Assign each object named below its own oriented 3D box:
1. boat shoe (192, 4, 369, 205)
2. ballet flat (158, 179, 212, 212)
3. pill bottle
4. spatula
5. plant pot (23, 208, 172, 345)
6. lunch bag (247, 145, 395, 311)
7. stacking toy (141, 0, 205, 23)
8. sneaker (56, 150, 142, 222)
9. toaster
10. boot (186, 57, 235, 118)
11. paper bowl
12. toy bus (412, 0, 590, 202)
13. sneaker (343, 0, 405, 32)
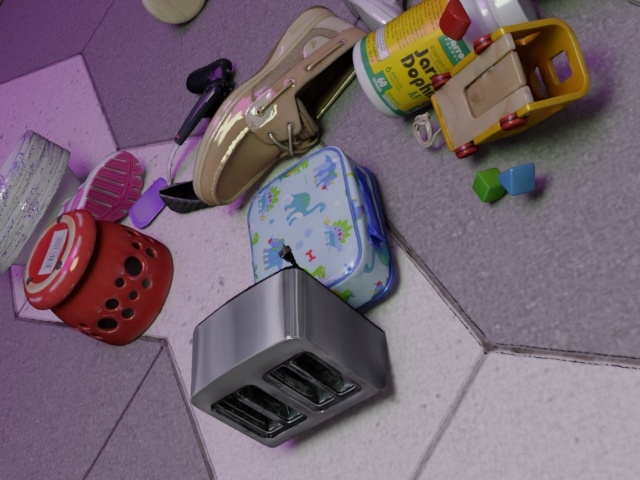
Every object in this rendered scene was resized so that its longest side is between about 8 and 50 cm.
[{"bbox_3d":[-0.057,-0.182,1.041,0.110,0.122,0.341,36,93,27],"label":"boat shoe"},{"bbox_3d":[-0.196,-0.083,1.165,0.173,0.049,0.057,-18,55,35],"label":"ballet flat"},{"bbox_3d":[0.154,-0.243,0.881,0.208,0.117,0.117,-24,51,31],"label":"pill bottle"},{"bbox_3d":[-0.254,-0.149,1.258,0.296,0.030,0.084,-58,40,17],"label":"spatula"},{"bbox_3d":[-0.364,0.054,1.150,0.191,0.174,0.191,-26,49,33],"label":"plant pot"},{"bbox_3d":[0.000,0.000,0.896,0.176,0.090,0.219,-33,46,26],"label":"lunch bag"},{"bbox_3d":[-0.363,-0.583,1.584,0.141,0.141,0.330,-51,38,7],"label":"stacking toy"},{"bbox_3d":[-0.430,-0.061,1.335,0.111,0.103,0.252,28,85,47],"label":"sneaker"},{"bbox_3d":[-0.039,0.126,0.783,0.168,0.186,0.110,-34,36,23],"label":"toaster"},{"bbox_3d":[-0.203,-0.266,1.295,0.121,0.045,0.099,-19,59,37],"label":"boot"},{"bbox_3d":[-0.586,-0.064,1.427,0.284,0.148,0.284,-39,35,33],"label":"paper bowl"},{"bbox_3d":[0.202,-0.161,0.791,0.104,0.191,0.202,-15,40,-19],"label":"toy bus"},{"bbox_3d":[0.095,-0.356,1.047,0.094,0.080,0.212,-35,43,7],"label":"sneaker"}]
